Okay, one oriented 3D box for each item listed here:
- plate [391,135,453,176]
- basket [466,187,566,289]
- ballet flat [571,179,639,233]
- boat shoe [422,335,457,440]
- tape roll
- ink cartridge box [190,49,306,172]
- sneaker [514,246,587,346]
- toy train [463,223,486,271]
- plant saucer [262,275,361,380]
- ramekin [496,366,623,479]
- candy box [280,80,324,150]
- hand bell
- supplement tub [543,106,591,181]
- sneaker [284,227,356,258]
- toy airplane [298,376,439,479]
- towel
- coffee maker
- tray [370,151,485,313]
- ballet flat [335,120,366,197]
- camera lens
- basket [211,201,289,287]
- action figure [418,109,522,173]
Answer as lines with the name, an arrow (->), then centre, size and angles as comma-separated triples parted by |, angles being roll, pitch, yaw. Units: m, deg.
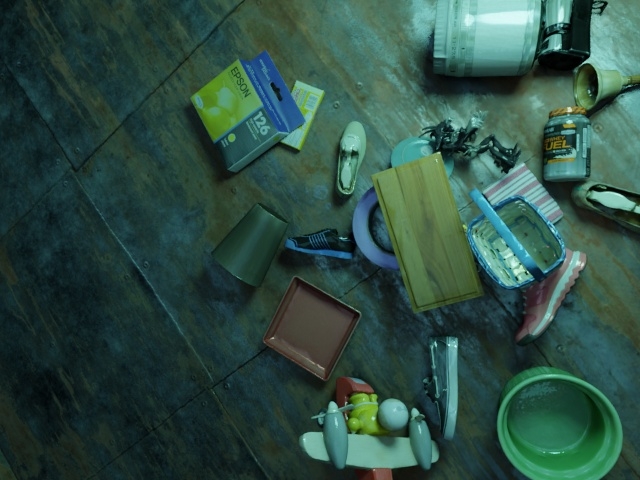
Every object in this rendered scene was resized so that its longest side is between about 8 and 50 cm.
plate -> 0.305, -0.243, 1.359 | 0.187, 0.024, 0.188 | -1, 63, 2
basket -> 0.501, 0.005, 1.179 | 0.201, 0.289, 0.255 | -35, 54, 17
ballet flat -> 0.842, -0.081, 1.219 | 0.315, 0.106, 0.108 | 18, 96, 14
boat shoe -> 0.358, 0.439, 1.367 | 0.102, 0.108, 0.302 | 0, 89, 15
tape roll -> 0.240, -0.049, 1.396 | 0.274, 0.090, 0.275 | 1, 92, 15
ink cartridge box -> -0.249, -0.438, 1.522 | 0.307, 0.072, 0.304 | -33, 78, 19
sneaker -> 0.619, 0.150, 1.300 | 0.136, 0.116, 0.314 | 31, 92, 23
toy train -> 0.455, 0.009, 1.360 | 0.125, 0.046, 0.167 | 17, 95, 15
plant saucer -> -0.027, 0.284, 1.500 | 0.258, 0.047, 0.259 | 28, 99, 13
ramekin -> 0.644, 0.502, 1.266 | 0.302, 0.148, 0.304 | 0, 91, 15
candy box -> -0.072, -0.412, 1.506 | 0.105, 0.027, 0.206 | 26, 98, 17
hand bell -> 0.837, -0.434, 1.229 | 0.241, 0.126, 0.126 | -9, 89, 3
supplement tub -> 0.679, -0.262, 1.255 | 0.116, 0.117, 0.191 | 0, 91, 15
sneaker -> 0.000, 0.000, 1.473 | 0.232, 0.081, 0.091 | 8, 91, 8
toy airplane -> 0.158, 0.571, 1.281 | 0.384, 0.386, 0.273 | 38, 113, 11
towel -> 0.589, -0.110, 1.331 | 0.144, 0.029, 0.197 | -37, 82, 16
coffee maker -> 0.685, -0.568, 1.234 | 0.171, 0.120, 0.179 | 4, 85, 18
tray -> 0.301, -0.020, 1.293 | 0.202, 0.076, 0.412 | -18, 91, 14
ballet flat -> 0.093, -0.257, 1.436 | 0.086, 0.086, 0.249 | 7, 93, 15
camera lens -> 0.458, -0.569, 1.255 | 0.273, 0.219, 0.220 | 4, 92, 16
basket -> -0.216, 0.004, 1.497 | 0.204, 0.154, 0.227 | 36, 97, 12
action figure -> 0.431, -0.299, 1.305 | 0.275, 0.164, 0.141 | 23, 128, 7
